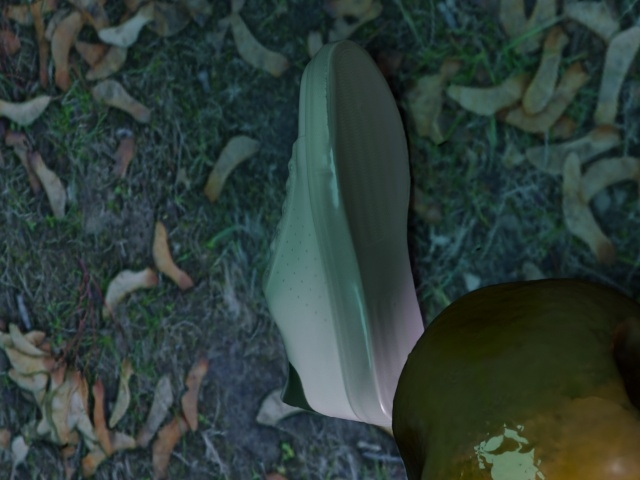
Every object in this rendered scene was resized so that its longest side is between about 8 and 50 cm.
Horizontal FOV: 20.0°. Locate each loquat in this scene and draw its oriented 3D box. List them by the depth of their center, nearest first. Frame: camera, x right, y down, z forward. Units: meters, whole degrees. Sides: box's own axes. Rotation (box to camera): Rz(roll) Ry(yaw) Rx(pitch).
[{"bbox_3d":[0.135,0.126,1.102,0.213,0.213,0.213,4,97,35],"label":"loquat"}]

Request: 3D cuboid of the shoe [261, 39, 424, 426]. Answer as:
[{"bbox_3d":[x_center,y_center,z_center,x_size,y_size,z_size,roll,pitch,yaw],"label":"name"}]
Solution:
[{"bbox_3d":[0.000,0.000,1.250,0.110,0.095,0.265,-7,93,36],"label":"shoe"}]
